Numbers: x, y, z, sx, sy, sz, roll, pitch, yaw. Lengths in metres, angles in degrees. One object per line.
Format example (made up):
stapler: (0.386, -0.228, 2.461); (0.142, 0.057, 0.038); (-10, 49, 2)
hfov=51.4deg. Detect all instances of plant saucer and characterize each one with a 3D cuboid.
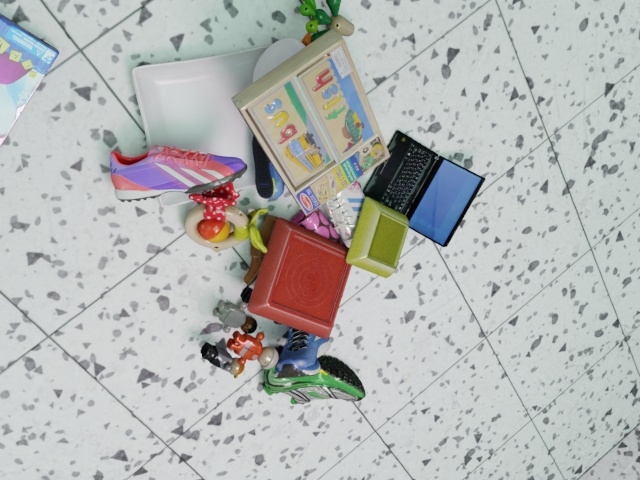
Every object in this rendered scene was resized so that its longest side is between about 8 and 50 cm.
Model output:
plant saucer: (0.170, -0.002, 1.816); (0.188, 0.045, 0.188); (22, 84, -43)
plant saucer: (-0.035, 0.102, 1.736); (0.259, 0.048, 0.258); (24, 78, -27)

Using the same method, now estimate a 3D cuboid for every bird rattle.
bird rattle: (-0.249, -0.043, 1.667); (0.207, 0.143, 0.253); (-28, 144, 27)

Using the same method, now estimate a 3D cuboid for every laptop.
laptop: (0.288, -0.144, 1.897); (0.264, 0.136, 0.234); (24, 98, -31)

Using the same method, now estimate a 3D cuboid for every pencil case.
pencil case: (0.000, 0.000, 1.847); (0.095, 0.098, 0.209); (-51, 123, -29)

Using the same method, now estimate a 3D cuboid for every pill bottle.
pill bottle: (-0.016, -0.356, 1.623); (0.283, 0.161, 0.161); (25, 99, -49)

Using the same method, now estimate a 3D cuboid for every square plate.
square plate: (-0.259, -0.281, 1.632); (0.347, 0.049, 0.344); (-15, 115, -20)

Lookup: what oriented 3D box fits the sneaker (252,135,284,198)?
sneaker: (-0.121, -0.209, 1.671); (0.082, 0.069, 0.209); (-21, 114, -55)

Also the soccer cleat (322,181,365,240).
soccer cleat: (0.065, -0.090, 1.799); (0.331, 0.116, 0.143); (43, 52, -33)

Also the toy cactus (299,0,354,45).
toy cactus: (0.006, -0.541, 1.639); (0.180, 0.112, 0.219); (4, 107, -46)

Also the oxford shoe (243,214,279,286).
oxford shoe: (-0.163, 0.026, 1.803); (0.076, 0.076, 0.212); (27, 100, -1)

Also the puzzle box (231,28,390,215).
puzzle box: (-0.006, -0.258, 1.555); (0.272, 0.052, 0.409); (-35, 142, -1)

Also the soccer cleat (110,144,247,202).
soccer cleat: (-0.330, -0.169, 1.533); (0.318, 0.108, 0.116); (-8, 111, 6)

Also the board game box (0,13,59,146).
board game box: (-0.762, -0.346, 1.355); (0.319, 0.066, 0.318); (31, 95, -32)

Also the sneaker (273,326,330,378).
sneaker: (-0.058, 0.275, 1.832); (0.130, 0.330, 0.147); (-7, 102, 12)

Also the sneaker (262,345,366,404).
sneaker: (-0.019, 0.425, 2.000); (0.343, 0.134, 0.146); (20, 108, -21)

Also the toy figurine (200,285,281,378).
toy figurine: (-0.197, 0.249, 1.773); (0.148, 0.213, 0.209); (33, 138, -28)
